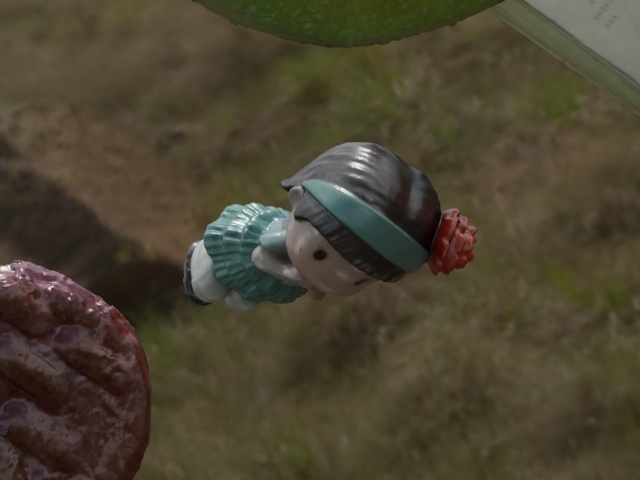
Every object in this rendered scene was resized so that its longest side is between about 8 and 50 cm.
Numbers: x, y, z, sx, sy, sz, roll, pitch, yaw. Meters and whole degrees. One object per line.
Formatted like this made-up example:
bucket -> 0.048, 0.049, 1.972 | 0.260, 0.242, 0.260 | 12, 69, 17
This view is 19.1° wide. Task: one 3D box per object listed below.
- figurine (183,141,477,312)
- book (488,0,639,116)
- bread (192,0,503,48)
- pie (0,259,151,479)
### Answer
figurine -> 0.000, 0.000, 1.528 | 0.245, 0.138, 0.110 | -20, 60, 46
book -> 0.220, -0.145, 1.086 | 0.215, 0.282, 0.025 | -47, -9, -34
bread -> 0.043, -0.211, 0.905 | 0.301, 0.301, 0.045 | -26, 49, -5
pie -> -0.153, 0.085, 0.919 | 0.154, 0.154, 0.036 | -30, 14, -16
